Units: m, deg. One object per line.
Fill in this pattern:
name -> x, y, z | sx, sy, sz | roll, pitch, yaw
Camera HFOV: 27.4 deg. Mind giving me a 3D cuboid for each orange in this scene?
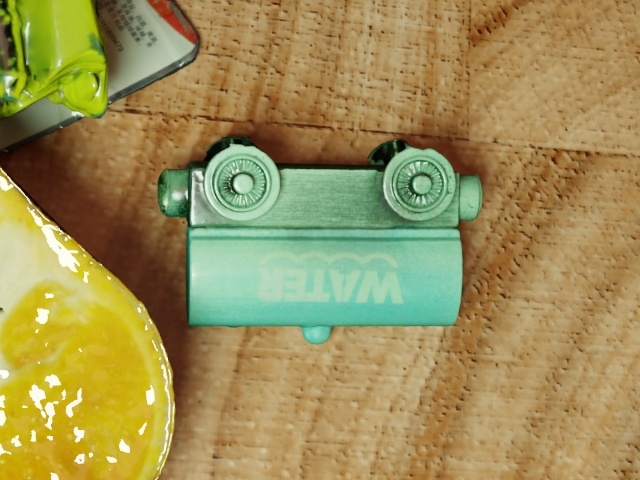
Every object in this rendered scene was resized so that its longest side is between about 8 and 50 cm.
orange -> -0.264, 0.066, 0.856 | 0.310, 0.274, 0.274 | 42, 69, -45

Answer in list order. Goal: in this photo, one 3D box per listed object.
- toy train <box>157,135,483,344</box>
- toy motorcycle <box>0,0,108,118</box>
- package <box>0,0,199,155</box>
toy train -> 0.000, 0.000, 0.997 | 0.248, 0.101, 0.159 | 2, 93, -8
toy motorcycle -> -0.198, -0.257, 0.939 | 0.206, 0.142, 0.342 | 1, 85, -20
package -> -0.227, -0.161, 1.021 | 0.232, 0.040, 0.166 | -32, 87, -22
